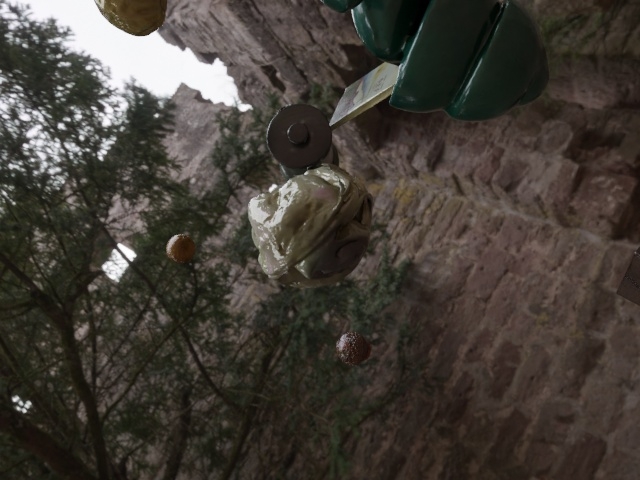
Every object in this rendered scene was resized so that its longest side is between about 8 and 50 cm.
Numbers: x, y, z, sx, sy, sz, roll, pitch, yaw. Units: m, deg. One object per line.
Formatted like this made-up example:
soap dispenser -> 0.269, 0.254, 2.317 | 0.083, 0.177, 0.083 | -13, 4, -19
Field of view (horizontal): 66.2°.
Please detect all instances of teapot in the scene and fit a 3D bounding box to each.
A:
teapot -> -0.039, -0.247, 1.472 | 0.201, 0.270, 0.337 | -21, -6, 2

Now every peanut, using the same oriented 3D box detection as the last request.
peanut -> -0.373, -0.531, 0.904 | 0.147, 0.147, 0.305 | -19, -93, -43

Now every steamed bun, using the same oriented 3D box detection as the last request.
steamed bun -> 0.000, 0.000, 1.053 | 0.268, 0.207, 0.280 | -16, -46, -14

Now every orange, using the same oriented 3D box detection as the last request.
orange -> -0.385, 0.023, 1.359 | 0.085, 0.085, 0.084 | -25, -54, -40

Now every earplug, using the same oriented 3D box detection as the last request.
earplug -> 0.117, -0.223, 0.493 | 0.257, 0.281, 0.163 | -161, 94, -85

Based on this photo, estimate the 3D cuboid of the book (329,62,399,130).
book -> 0.146, -0.437, 1.415 | 0.026, 0.290, 0.201 | 40, -128, -24

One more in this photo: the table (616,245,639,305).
table -> 0.830, 0.066, 1.132 | 0.169, 0.173, 0.193 | -44, -35, -15

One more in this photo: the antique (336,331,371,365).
antique -> 0.094, 0.324, 1.469 | 0.104, 0.104, 0.103 | -25, -54, -40
